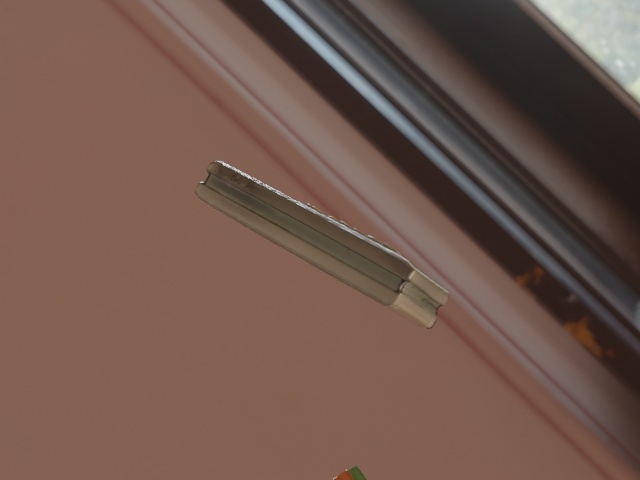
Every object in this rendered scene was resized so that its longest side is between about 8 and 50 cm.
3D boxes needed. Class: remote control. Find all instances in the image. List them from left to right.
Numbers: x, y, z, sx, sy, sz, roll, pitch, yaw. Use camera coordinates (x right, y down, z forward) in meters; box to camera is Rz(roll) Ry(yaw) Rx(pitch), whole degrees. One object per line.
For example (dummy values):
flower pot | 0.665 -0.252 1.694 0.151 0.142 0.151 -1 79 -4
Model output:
remote control | 0.000 0.000 1.325 0.055 0.277 0.103 -60 -32 -2

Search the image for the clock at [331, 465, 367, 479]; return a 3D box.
clock | -0.016 0.370 1.501 0.220 0.106 0.255 -35 -10 -5
